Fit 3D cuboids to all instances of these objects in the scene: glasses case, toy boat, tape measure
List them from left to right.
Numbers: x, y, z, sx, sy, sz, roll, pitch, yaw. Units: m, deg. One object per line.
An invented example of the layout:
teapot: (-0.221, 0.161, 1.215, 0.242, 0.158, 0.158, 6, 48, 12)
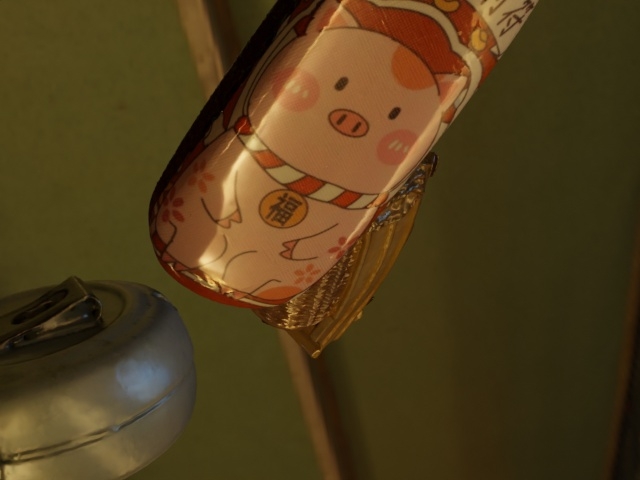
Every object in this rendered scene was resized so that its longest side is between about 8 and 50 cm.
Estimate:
tape measure: (-0.107, 0.090, 0.677, 0.164, 0.330, 0.084, -25, 112, -17)
toy boat: (0.000, 0.000, 1.168, 0.115, 0.089, 0.310, -35, 164, -28)
glasses case: (0.012, -0.075, 0.789, 0.103, 0.067, 0.266, 23, 116, -30)
